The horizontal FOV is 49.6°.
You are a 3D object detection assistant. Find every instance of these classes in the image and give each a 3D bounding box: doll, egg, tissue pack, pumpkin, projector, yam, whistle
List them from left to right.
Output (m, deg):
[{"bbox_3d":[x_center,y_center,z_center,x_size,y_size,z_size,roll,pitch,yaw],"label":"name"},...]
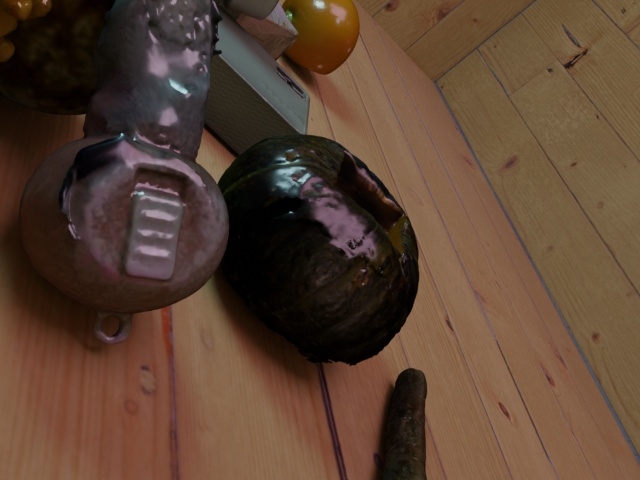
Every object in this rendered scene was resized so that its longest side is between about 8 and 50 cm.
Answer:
[{"bbox_3d":[-0.241,-0.261,0.694,0.238,0.289,0.238,45,20,-22],"label":"egg"},{"bbox_3d":[-0.167,-0.080,0.631,0.189,0.189,0.347,14,85,-57],"label":"whistle"},{"bbox_3d":[-0.174,-0.470,1.357,0.185,0.124,0.225,0,55,-59],"label":"tissue pack"},{"bbox_3d":[-0.132,-0.247,1.135,0.250,0.108,0.198,41,25,-23],"label":"projector"},{"bbox_3d":[-0.028,-0.508,1.623,0.236,0.213,0.213,4,51,-44],"label":"doll"},{"bbox_3d":[0.000,0.000,0.909,0.320,0.192,0.320,40,25,-23],"label":"pumpkin"},{"bbox_3d":[0.115,0.259,0.925,0.061,0.061,0.274,48,22,-11],"label":"yam"}]

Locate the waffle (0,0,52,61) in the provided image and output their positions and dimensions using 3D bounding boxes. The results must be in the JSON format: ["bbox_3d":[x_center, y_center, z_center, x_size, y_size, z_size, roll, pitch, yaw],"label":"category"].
[{"bbox_3d":[-0.298,-0.240,0.550,0.069,0.293,0.259,2,66,-63],"label":"waffle"}]

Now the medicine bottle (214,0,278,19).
[{"bbox_3d":[-0.211,-0.504,1.115,0.332,0.190,0.190,18,35,-21],"label":"medicine bottle"}]
